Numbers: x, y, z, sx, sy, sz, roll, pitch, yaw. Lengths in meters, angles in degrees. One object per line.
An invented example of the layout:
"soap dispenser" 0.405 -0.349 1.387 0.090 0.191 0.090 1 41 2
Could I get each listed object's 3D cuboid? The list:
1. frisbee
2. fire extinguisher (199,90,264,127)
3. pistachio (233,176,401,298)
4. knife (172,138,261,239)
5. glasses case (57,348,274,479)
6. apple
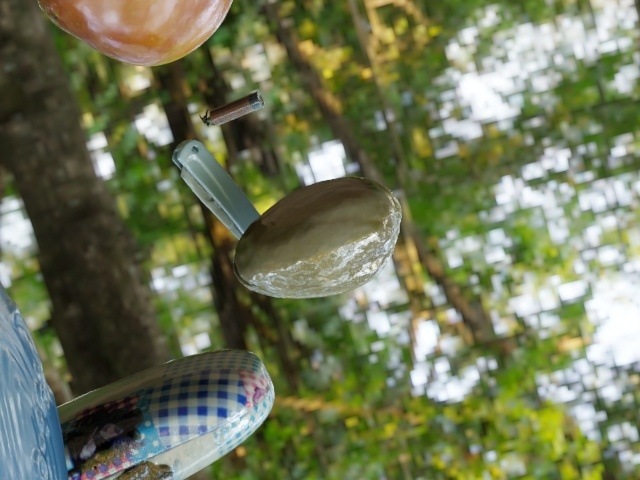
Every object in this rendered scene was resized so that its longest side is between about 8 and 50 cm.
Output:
"frisbee" -0.182 0.132 1.016 0.049 0.289 0.289 -11 -165 7
"fire extinguisher" -0.110 -0.159 2.145 0.083 0.022 0.028 -21 -129 16
"pistachio" 0.000 0.000 1.804 0.185 0.126 0.108 -25 161 -12
"knife" -0.100 -0.040 1.870 0.023 0.162 0.044 -12 -148 54
"glasses case" -0.187 0.166 1.285 0.327 0.076 0.125 -24 -165 -2
"apple" -0.137 -0.210 1.297 0.163 0.139 0.163 21 -154 -11
